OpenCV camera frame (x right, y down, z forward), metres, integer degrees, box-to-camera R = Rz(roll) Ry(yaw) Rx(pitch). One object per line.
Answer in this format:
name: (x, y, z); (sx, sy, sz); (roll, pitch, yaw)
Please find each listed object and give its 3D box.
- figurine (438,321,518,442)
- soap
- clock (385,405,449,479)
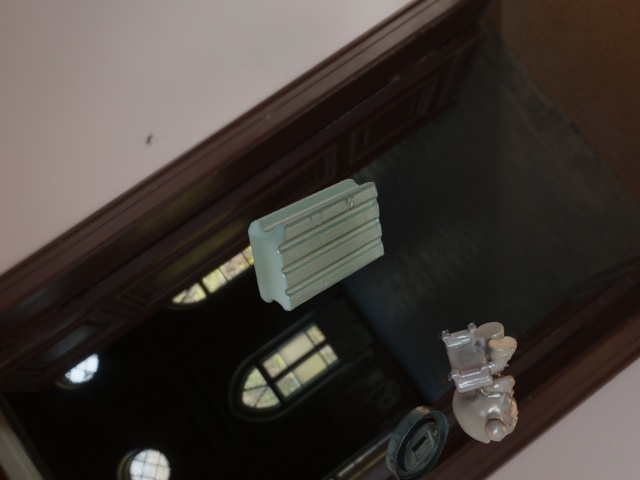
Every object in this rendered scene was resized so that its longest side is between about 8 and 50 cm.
figurine: (0.302, 0.287, 1.182); (0.182, 0.144, 0.257); (-128, 17, -59)
soap: (0.000, 0.000, 0.881); (0.066, 0.198, 0.119); (13, 120, 44)
clock: (0.103, 0.216, 0.670); (0.017, 0.085, 0.085); (23, 152, 45)
